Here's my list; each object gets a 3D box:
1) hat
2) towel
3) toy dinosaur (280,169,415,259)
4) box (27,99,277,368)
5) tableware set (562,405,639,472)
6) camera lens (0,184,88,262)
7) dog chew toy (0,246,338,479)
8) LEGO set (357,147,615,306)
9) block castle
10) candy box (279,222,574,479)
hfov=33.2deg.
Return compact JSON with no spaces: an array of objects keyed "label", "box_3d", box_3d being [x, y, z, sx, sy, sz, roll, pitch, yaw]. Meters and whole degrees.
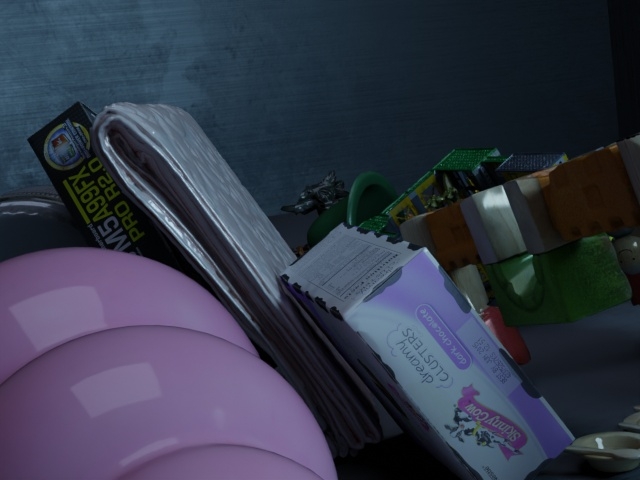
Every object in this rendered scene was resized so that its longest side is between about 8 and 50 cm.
[{"label":"hat","box_3d":[0.000,0.000,1.519,0.183,0.173,0.208,-8,0,30]},{"label":"towel","box_3d":[-0.066,0.016,0.923,0.053,0.317,0.332,-36,6,3]},{"label":"toy dinosaur","box_3d":[0.053,-0.004,1.630,0.322,0.164,0.218,15,8,-39]},{"label":"box","box_3d":[-0.135,0.012,0.982,0.060,0.216,0.270,-35,-20,5]},{"label":"tableware set","box_3d":[0.252,0.134,0.721,0.141,0.020,0.168,-2,9,39]},{"label":"camera lens","box_3d":[-0.276,0.059,1.055,0.219,0.219,0.274,-8,6,-7]},{"label":"dog chew toy","box_3d":[-0.087,0.121,0.479,0.206,0.207,0.332,-10,16,-26]},{"label":"LEGO set","box_3d":[0.212,0.021,1.318,0.255,0.192,0.331,-44,21,-26]},{"label":"block castle","box_3d":[0.276,0.017,0.806,0.303,0.213,0.453,-21,-1,-17]},{"label":"candy box","box_3d":[0.064,0.077,0.744,0.070,0.165,0.196,-40,13,-7]}]
